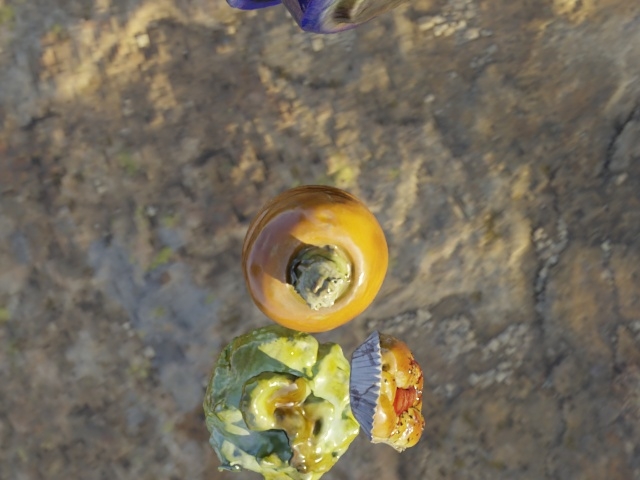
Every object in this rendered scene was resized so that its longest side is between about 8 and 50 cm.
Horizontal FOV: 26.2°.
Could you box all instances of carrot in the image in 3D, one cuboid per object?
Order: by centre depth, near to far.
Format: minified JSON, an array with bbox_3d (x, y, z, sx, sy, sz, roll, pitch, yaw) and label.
[{"bbox_3d":[0.000,0.000,0.652,0.061,0.256,0.061,0,95,2],"label":"carrot"}]

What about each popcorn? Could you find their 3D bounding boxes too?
[{"bbox_3d":[-0.047,0.188,1.547,0.198,0.212,0.197,0,88,-3],"label":"popcorn"}]

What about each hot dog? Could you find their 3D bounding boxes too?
[{"bbox_3d":[0.070,0.149,1.342,0.059,0.191,0.108,3,77,15],"label":"hot dog"}]

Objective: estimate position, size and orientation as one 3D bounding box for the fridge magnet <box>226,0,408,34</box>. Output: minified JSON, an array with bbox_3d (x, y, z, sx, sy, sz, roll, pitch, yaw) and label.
[{"bbox_3d":[0.048,-0.233,0.933,0.265,0.265,0.112,-36,84,33],"label":"fridge magnet"}]
